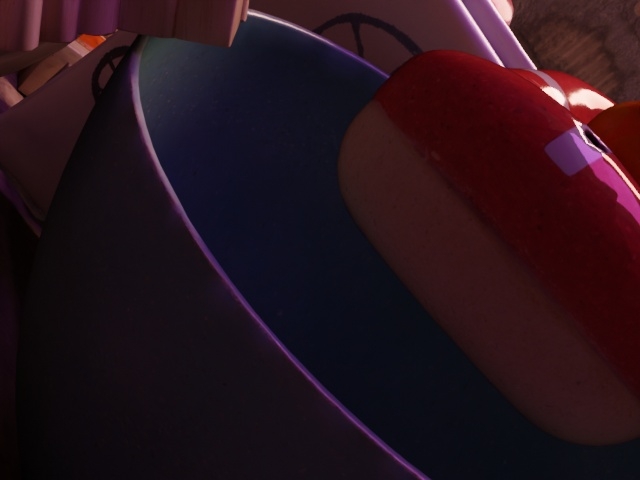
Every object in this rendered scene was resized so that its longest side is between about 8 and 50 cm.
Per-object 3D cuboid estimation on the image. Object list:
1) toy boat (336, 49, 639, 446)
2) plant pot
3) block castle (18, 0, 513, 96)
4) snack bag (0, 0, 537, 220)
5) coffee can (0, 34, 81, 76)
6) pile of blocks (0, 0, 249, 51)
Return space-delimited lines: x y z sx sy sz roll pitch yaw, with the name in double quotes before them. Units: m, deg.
"toy boat" 0.116 -0.027 0.478 0.151 0.151 0.231 49 25 16
"plant pot" -0.009 0.074 0.550 0.290 0.195 0.290 34 25 -18
"block castle" -0.052 -0.157 1.025 0.213 0.303 0.453 36 14 -26
"snack bag" 0.000 0.000 0.750 0.323 0.343 0.037 52 42 -13
"coffee can" -0.252 -0.262 0.828 0.275 0.201 0.201 53 7 19
"pile of blocks" -0.149 -0.119 0.391 0.149 0.112 0.362 25 25 32
